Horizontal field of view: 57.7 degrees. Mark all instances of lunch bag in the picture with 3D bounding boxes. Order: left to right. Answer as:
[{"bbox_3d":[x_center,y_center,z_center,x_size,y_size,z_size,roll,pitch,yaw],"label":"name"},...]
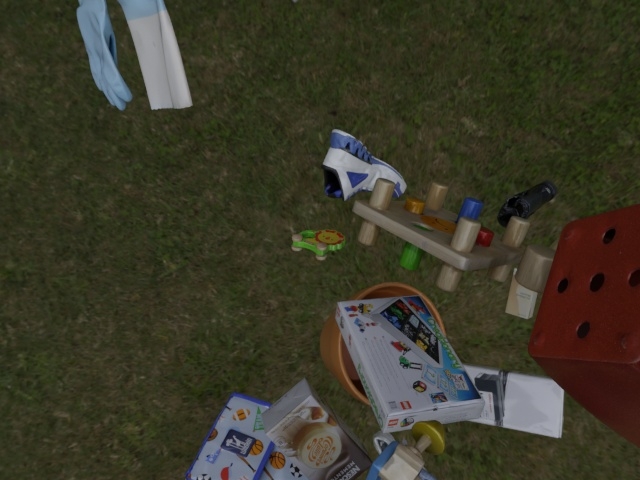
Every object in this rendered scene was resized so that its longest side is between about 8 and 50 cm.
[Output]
[{"bbox_3d":[-0.185,0.694,1.767,0.385,0.239,0.328,37,47,-9],"label":"lunch bag"}]

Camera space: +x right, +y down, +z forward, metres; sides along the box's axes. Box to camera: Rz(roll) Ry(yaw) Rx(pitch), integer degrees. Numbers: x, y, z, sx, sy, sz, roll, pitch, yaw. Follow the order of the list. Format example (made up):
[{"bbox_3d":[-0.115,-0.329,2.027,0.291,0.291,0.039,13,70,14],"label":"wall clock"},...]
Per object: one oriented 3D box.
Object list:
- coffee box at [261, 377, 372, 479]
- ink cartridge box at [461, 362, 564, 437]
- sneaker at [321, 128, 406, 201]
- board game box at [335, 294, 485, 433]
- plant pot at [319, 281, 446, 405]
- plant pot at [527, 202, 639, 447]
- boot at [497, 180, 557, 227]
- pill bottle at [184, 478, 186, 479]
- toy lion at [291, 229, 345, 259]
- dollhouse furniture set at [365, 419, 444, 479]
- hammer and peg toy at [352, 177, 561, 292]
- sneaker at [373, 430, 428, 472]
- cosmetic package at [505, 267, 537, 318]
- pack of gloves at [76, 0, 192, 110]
[{"bbox_3d":[-0.008,0.472,1.383,0.141,0.098,0.246,-40,106,-2],"label":"coffee box"},{"bbox_3d":[0.541,0.477,1.793,0.394,0.285,0.166,5,81,24],"label":"ink cartridge box"},{"bbox_3d":[0.106,-0.190,1.801,0.127,0.315,0.182,29,89,52],"label":"sneaker"},{"bbox_3d":[0.163,0.226,1.140,0.192,0.053,0.305,-3,35,-16],"label":"board game box"},{"bbox_3d":[0.127,0.252,1.407,0.290,0.203,0.291,4,80,-26],"label":"plant pot"},{"bbox_3d":[0.402,0.092,0.652,0.235,0.267,0.267,25,76,-11],"label":"plant pot"},{"bbox_3d":[0.654,-0.100,1.958,0.207,0.246,0.094,-26,81,-34],"label":"boot"},{"bbox_3d":[-0.314,0.874,1.913,0.301,0.169,0.169,42,88,-29],"label":"pill bottle"},{"bbox_3d":[0.000,0.000,1.270,0.100,0.096,0.034,19,125,24],"label":"toy lion"},{"bbox_3d":[0.205,0.377,0.722,0.286,0.303,0.198,32,41,27],"label":"dollhouse furniture set"},{"bbox_3d":[0.264,0.007,1.031,0.361,0.266,0.127,31,113,37],"label":"hammer and peg toy"},{"bbox_3d":[0.218,0.618,1.593,0.212,0.094,0.080,43,89,19],"label":"sneaker"},{"bbox_3d":[0.497,0.128,1.423,0.060,0.041,0.115,14,100,36],"label":"cosmetic package"},{"bbox_3d":[-0.228,-0.246,0.600,0.195,0.046,0.232,9,118,45],"label":"pack of gloves"}]
